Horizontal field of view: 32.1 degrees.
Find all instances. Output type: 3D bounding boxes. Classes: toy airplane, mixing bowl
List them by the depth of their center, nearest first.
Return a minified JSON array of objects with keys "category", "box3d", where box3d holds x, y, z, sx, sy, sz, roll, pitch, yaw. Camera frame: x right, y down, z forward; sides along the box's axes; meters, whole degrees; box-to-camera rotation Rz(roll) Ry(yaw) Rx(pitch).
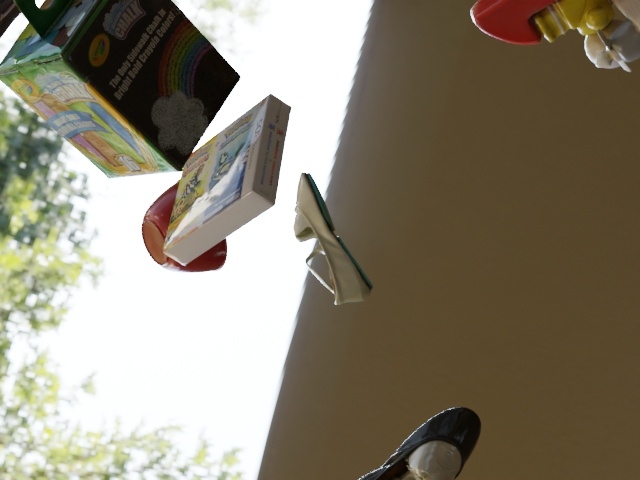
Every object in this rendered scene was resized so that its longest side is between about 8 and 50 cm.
[{"category":"toy airplane","box3d":[0.498,-0.428,1.880,0.384,0.272,0.386,10,-141,42]},{"category":"mixing bowl","box3d":[-0.256,-0.011,1.986,0.181,0.098,0.181,34,-43,40]}]

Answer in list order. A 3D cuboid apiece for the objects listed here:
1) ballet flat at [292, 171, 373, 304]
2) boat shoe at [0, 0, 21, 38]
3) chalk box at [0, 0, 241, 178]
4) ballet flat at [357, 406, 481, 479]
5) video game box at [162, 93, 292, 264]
[{"category":"ballet flat","box3d":[0.000,0.000,1.861,0.086,0.086,0.248,-42,-114,32]},{"category":"boat shoe","box3d":[-0.506,-0.370,1.679,0.335,0.112,0.095,-66,-174,-19]},{"category":"chalk box","box3d":[-0.284,-0.239,1.450,0.179,0.289,0.180,-2,-129,47]},{"category":"ballet flat","box3d":[0.125,0.351,1.586,0.280,0.095,0.096,-39,-162,3]},{"category":"video game box","box3d":[-0.131,-0.086,1.564,0.205,0.048,0.187,-32,-145,38]}]
